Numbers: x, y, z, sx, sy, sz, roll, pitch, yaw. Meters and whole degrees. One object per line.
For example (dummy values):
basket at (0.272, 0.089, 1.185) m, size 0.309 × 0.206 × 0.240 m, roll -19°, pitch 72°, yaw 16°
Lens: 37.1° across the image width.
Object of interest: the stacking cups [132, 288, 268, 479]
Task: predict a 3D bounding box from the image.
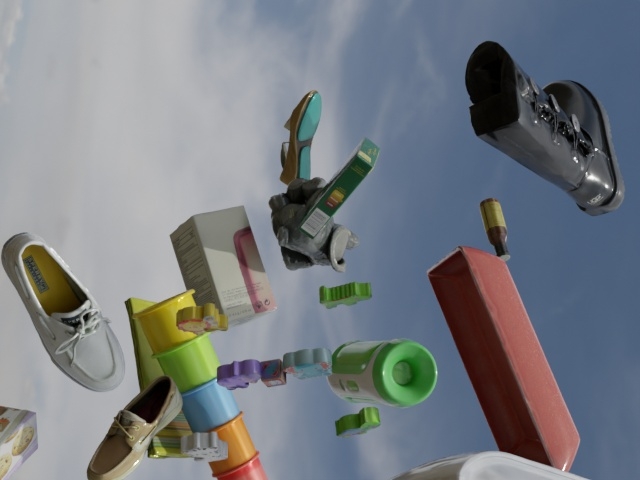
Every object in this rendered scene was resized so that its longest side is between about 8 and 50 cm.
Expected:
stacking cups at (-0.162, 0.230, 1.341) m, size 0.096 × 0.096 × 0.316 m, roll -14°, pitch -81°, yaw 64°

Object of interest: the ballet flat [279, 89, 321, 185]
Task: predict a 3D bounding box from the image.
ballet flat at (-0.053, -0.222, 2.090) m, size 0.073 × 0.080 × 0.232 m, roll 22°, pitch -66°, yaw 29°

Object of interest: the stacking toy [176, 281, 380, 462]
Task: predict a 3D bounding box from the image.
stacking toy at (-0.048, 0.134, 1.014) m, size 0.052 × 0.221 × 0.167 m, roll 59°, pitch 22°, yaw -57°

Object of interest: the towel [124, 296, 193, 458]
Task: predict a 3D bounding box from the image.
towel at (-0.229, 0.200, 1.384) m, size 0.021 × 0.102 × 0.237 m, roll -26°, pitch -116°, yaw 26°

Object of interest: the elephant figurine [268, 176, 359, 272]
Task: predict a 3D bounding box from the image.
elephant figurine at (0.000, 0.000, 1.973) m, size 0.169 × 0.186 × 0.239 m, roll 43°, pitch -16°, yaw 52°

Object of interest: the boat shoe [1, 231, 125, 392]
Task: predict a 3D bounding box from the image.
boat shoe at (-0.478, 0.147, 1.841) m, size 0.156 × 0.136 × 0.367 m, roll 7°, pitch -54°, yaw 61°

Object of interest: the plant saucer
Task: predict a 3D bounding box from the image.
plant saucer at (0.204, 0.132, 1.074) m, size 0.259 × 0.048 × 0.258 m, roll 96°, pitch -28°, yaw -82°

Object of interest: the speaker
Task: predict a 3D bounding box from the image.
speaker at (0.107, 0.246, 1.778) m, size 0.296 × 0.131 × 0.131 m, roll 159°, pitch -62°, yaw -71°

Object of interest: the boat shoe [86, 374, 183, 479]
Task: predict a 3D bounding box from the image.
boat shoe at (-0.194, 0.191, 0.979) m, size 0.135 × 0.050 × 0.045 m, roll -53°, pitch 151°, yaw -41°

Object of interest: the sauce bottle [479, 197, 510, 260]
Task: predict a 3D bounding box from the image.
sauce bottle at (0.333, -0.019, 1.814) m, size 0.042 × 0.042 × 0.128 m, roll -49°, pitch -140°, yaw 49°

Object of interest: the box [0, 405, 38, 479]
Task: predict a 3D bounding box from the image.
box at (-0.476, 0.323, 1.231) m, size 0.324 × 0.063 × 0.067 m, roll -51°, pitch 145°, yaw -65°

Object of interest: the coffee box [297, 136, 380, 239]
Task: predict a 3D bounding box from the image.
coffee box at (0.034, -0.094, 1.724) m, size 0.184 × 0.040 × 0.113 m, roll -51°, pitch -173°, yaw 22°

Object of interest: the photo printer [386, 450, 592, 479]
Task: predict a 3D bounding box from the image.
photo printer at (0.171, 0.289, 0.853) m, size 0.256 × 0.308 × 0.107 m, roll -48°, pitch -153°, yaw 50°

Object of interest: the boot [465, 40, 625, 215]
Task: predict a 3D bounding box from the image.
boot at (0.437, -0.275, 1.962) m, size 0.146 × 0.445 × 0.367 m, roll -38°, pitch -133°, yaw 29°

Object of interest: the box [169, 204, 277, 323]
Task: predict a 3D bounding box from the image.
box at (-0.205, 0.064, 1.986) m, size 0.149 × 0.127 × 0.232 m, roll -30°, pitch -104°, yaw 58°
